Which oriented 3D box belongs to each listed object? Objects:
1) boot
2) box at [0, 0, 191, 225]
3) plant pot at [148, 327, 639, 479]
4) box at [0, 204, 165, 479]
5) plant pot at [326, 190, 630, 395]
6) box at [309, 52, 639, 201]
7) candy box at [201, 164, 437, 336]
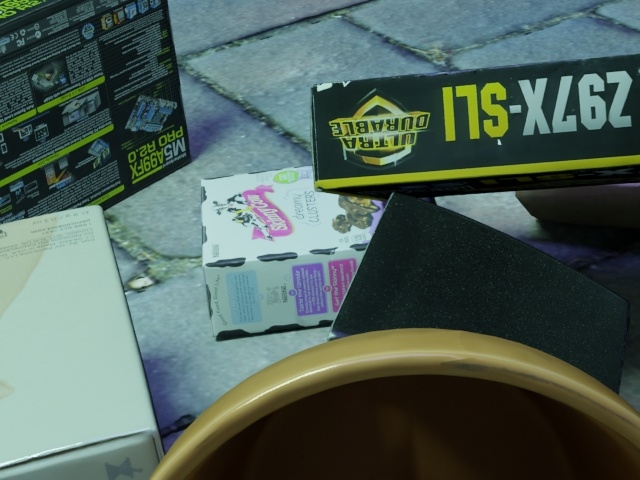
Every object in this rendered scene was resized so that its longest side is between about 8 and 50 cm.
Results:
[{"bbox_3d":[0.288,-0.023,1.209,0.269,0.089,0.236,7,22,26],"label":"boot"},{"bbox_3d":[-0.245,-0.123,1.370,0.060,0.216,0.270,19,38,37],"label":"box"},{"bbox_3d":[0.047,0.166,0.729,0.290,0.291,0.203,-5,12,3],"label":"plant pot"},{"bbox_3d":[-0.174,0.112,0.992,0.121,0.148,0.311,-13,27,-8],"label":"box"},{"bbox_3d":[0.098,0.102,0.923,0.167,0.188,0.187,10,31,10],"label":"plant pot"},{"bbox_3d":[0.174,-0.077,1.054,0.322,0.079,0.257,-4,-3,12],"label":"box"},{"bbox_3d":[0.000,0.000,1.237,0.196,0.070,0.165,-7,28,-2],"label":"candy box"}]
